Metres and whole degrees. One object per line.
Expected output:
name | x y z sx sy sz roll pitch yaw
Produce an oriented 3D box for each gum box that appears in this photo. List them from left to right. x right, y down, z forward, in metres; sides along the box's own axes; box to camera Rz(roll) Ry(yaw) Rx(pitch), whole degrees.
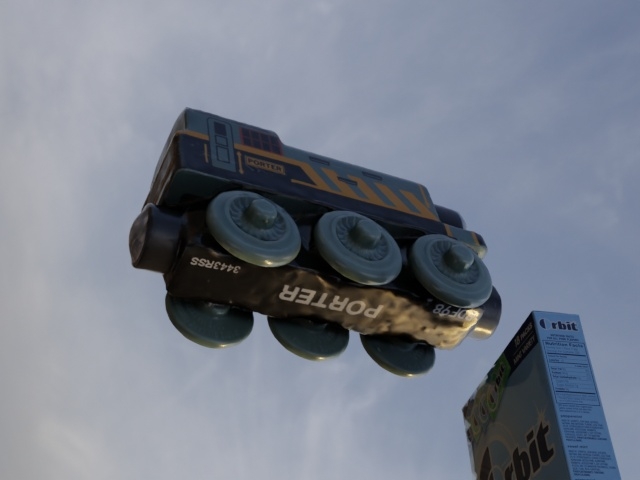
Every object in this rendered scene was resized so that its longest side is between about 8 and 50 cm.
gum box | 0.157 0.171 0.648 0.157 0.041 0.184 109 -16 -50

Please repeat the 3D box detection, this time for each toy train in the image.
toy train | 0.000 0.000 0.765 0.190 0.333 0.142 -102 -147 -45
